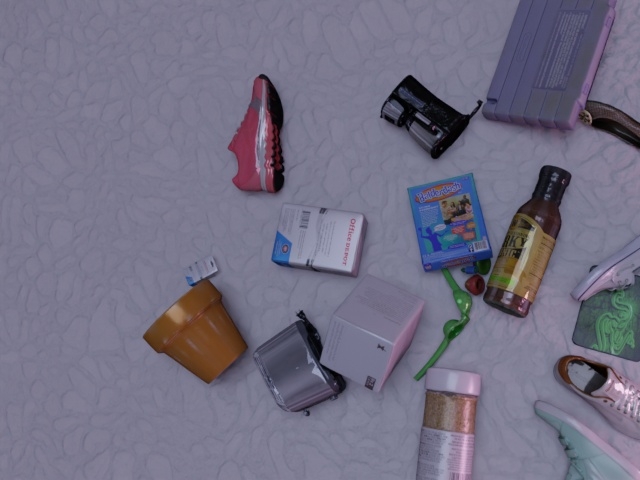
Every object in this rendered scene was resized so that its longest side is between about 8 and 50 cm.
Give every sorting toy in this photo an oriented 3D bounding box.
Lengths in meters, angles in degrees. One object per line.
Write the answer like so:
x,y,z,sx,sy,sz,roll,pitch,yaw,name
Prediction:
0.354,0.076,1.803,0.042,0.061,0.101,-1,66,49,sorting toy

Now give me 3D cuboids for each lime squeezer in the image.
0.287,0.173,1.789,0.110,0.059,0.310,8,80,14,lime squeezer

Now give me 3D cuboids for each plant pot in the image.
-0.279,0.227,1.846,0.205,0.205,0.188,-43,88,1,plant pot

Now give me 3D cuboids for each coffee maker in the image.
0.261,-0.311,1.886,0.171,0.120,0.178,-40,72,-23,coffee maker

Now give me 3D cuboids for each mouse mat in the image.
0.655,0.160,1.734,0.153,0.007,0.189,15,82,15,mouse mat

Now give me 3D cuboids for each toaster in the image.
-0.055,0.288,1.804,0.146,0.129,0.227,-32,74,7,toaster

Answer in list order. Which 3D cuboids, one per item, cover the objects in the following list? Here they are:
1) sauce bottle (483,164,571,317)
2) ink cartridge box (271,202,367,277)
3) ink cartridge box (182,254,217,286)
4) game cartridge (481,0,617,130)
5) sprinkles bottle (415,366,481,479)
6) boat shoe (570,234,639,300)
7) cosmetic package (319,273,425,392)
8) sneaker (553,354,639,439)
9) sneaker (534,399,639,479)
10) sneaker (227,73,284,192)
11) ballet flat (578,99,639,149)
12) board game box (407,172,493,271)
0.472,-0.002,1.760,0.111,0.111,0.344,20,81,16,sauce bottle
0.000,0.000,1.877,0.203,0.086,0.148,9,79,14,ink cartridge box
-0.297,0.076,1.958,0.083,0.028,0.048,-26,73,6,ink cartridge box
0.541,-0.436,1.832,0.230,0.068,0.355,16,81,32,game cartridge
0.271,0.458,1.693,0.121,0.121,0.355,5,79,14,sprinkles bottle
0.655,0.070,1.707,0.226,0.083,0.075,-38,70,-1,boat shoe
0.115,0.202,1.730,0.151,0.184,0.151,25,127,17,cosmetic package
0.627,0.337,1.641,0.290,0.123,0.105,28,83,16,sneaker
0.527,0.462,1.650,0.256,0.094,0.151,40,92,19,sneaker
-0.171,-0.270,1.963,0.136,0.116,0.313,-5,77,13,sneaker
0.690,-0.250,1.784,0.250,0.084,0.058,28,84,11,ballet flat
0.299,-0.043,1.816,0.160,0.047,0.210,-12,62,10,board game box
